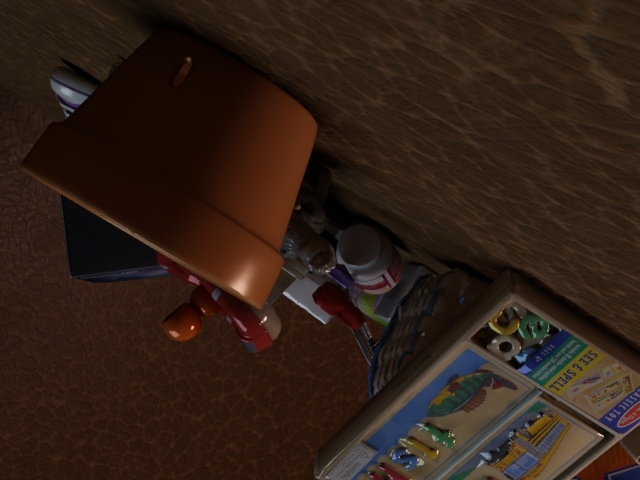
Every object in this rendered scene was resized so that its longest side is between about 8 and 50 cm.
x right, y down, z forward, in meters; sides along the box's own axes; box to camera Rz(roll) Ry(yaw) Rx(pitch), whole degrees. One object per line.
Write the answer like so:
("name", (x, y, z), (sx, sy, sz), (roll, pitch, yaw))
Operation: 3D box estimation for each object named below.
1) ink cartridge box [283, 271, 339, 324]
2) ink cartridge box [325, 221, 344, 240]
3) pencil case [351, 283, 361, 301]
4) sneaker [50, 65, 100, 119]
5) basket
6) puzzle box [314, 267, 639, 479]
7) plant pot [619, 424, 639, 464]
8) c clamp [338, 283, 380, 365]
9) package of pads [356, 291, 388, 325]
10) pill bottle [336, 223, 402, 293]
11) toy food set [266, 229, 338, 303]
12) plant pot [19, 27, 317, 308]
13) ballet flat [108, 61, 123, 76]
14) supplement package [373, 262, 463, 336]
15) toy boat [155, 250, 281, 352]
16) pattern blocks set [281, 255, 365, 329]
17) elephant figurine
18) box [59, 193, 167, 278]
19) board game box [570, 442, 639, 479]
("ink cartridge box", (-0.107, -0.023, 2.052), (0.371, 0.069, 0.175), (38, -156, -5))
("ink cartridge box", (0.000, 0.000, 2.220), (0.181, 0.061, 0.104), (27, 174, 31))
("pencil case", (-0.023, 0.066, 2.753), (0.273, 0.113, 0.124), (31, -176, -1))
("sneaker", (-0.407, -0.187, 2.202), (0.102, 0.161, 0.282), (30, 174, 26))
("basket", (0.179, 0.178, 1.822), (0.201, 0.254, 0.289), (28, 164, -4))
("puzzle box", (0.217, 0.242, 1.646), (0.272, 0.409, 0.052), (31, -148, -18))
("plant pot", (0.472, 0.261, 1.835), (0.096, 0.109, 0.109), (43, -177, 36))
("c clamp", (0.058, 0.117, 1.881), (0.137, 0.022, 0.160), (-54, -60, -80))
("package of pads", (0.196, 0.142, 2.259), (0.229, 0.101, 0.296), (31, 175, -11))
("pill bottle", (0.072, 0.025, 1.895), (0.086, 0.086, 0.152), (29, 173, 18))
("toy food set", (-0.094, -0.009, 1.892), (0.220, 0.092, 0.306), (41, -164, 9))
("plant pot", (-0.136, -0.085, 1.325), (0.291, 0.203, 0.291), (31, 176, 3))
("ballet flat", (-0.232, -0.194, 1.753), (0.057, 0.049, 0.173), (-14, 142, 32))
("supplement package", (0.196, 0.125, 2.052), (0.179, 0.105, 0.105), (32, 174, -11))
("toy boat", (-0.177, 0.092, 1.912), (0.231, 0.151, 0.151), (48, 171, 22))
("pattern blocks set", (-0.079, -0.021, 1.731), (0.325, 0.026, 0.285), (34, -164, -20))
("elephant figurine", (-0.061, -0.041, 1.549), (0.239, 0.186, 0.169), (32, 144, 8))
("box", (-0.300, -0.026, 2.281), (0.296, 0.182, 0.294), (-7, 176, -3))
("board game box", (0.474, 0.517, 2.068), (0.356, 0.356, 0.356), (-11, 167, 8))
